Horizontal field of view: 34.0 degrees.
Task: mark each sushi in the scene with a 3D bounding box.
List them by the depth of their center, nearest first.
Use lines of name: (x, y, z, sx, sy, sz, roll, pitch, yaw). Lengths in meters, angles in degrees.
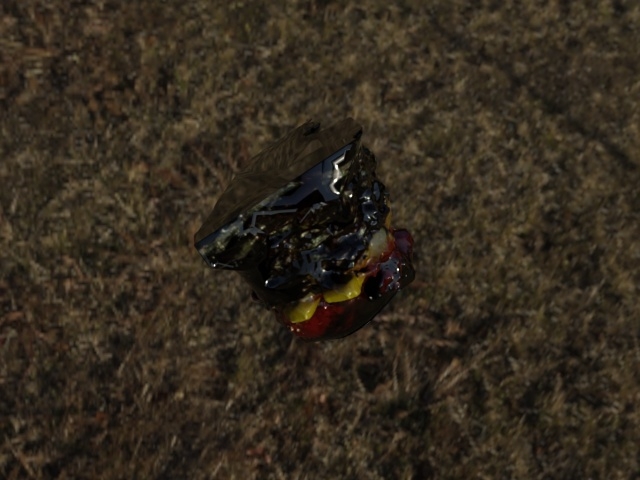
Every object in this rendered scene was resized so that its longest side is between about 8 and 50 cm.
sushi: (0.000, 0.000, 0.869, 0.153, 0.150, 0.172, -33, 16, 2)
